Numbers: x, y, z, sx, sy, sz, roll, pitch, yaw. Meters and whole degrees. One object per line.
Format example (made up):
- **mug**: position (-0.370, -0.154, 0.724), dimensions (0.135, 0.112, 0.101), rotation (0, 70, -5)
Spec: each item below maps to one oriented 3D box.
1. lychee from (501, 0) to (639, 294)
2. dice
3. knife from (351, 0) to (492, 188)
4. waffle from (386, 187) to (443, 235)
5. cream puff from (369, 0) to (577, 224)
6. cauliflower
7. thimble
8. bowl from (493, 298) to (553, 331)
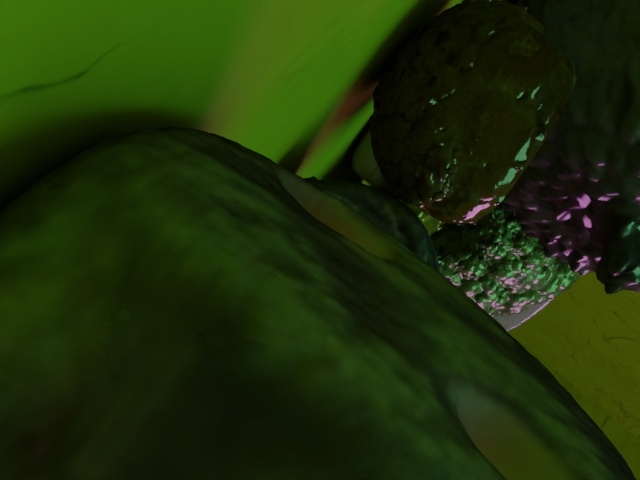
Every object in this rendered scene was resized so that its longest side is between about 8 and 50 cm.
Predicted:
- **lychee**: position (0.333, -0.140, 1.148), dimensions (0.380, 0.380, 0.432), rotation (113, 3, -68)
- **dice**: position (-0.043, 0.130, 0.519), dimensions (0.270, 0.270, 0.271), rotation (-51, 174, 12)
- **knife**: position (0.133, -0.179, 0.976), dimensions (0.336, 0.043, 0.081), rotation (-54, 174, 18)
- **waffle**: position (0.060, -0.006, 1.085), dimensions (0.243, 0.059, 0.238), rotation (-48, -178, -18)
- **cream puff**: position (0.097, -0.094, 0.864), dimensions (0.150, 0.115, 0.165), rotation (-48, -165, 51)
- **cauliflower**: position (0.156, -0.037, 1.377), dimensions (0.272, 0.275, 0.250), rotation (-3, 100, -41)
- **thimble**: position (0.005, 0.030, 0.839), dimensions (0.150, 0.150, 0.098), rotation (-51, 176, 5)
- **bowl**: position (0.187, 0.006, 1.731), dimensions (0.313, 0.146, 0.313), rotation (-9, 141, -8)
